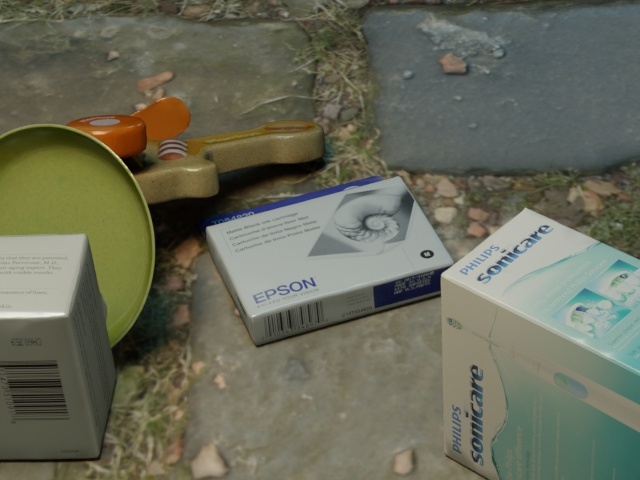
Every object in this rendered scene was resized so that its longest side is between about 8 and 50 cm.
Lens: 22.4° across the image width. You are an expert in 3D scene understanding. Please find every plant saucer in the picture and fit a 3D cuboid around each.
[{"bbox_3d":[-0.262,0.005,1.602,0.241,0.240,0.037,13,9,21],"label":"plant saucer"}]

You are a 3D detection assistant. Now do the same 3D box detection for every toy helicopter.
[{"bbox_3d":[-0.159,-0.088,1.776,0.355,0.140,0.235,-12,18,-32],"label":"toy helicopter"}]

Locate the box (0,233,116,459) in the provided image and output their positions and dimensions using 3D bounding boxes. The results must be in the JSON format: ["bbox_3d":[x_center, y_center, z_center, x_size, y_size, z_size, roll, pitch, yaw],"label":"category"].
[{"bbox_3d":[-0.295,0.099,1.490,0.182,0.181,0.119,-2,38,5],"label":"box"}]

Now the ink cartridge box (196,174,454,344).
[{"bbox_3d":[0.000,0.000,1.695,0.223,0.045,0.224,-15,39,-13],"label":"ink cartridge box"}]

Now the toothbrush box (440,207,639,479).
[{"bbox_3d":[0.250,0.137,1.358,0.296,0.216,0.126,26,47,34],"label":"toothbrush box"}]
